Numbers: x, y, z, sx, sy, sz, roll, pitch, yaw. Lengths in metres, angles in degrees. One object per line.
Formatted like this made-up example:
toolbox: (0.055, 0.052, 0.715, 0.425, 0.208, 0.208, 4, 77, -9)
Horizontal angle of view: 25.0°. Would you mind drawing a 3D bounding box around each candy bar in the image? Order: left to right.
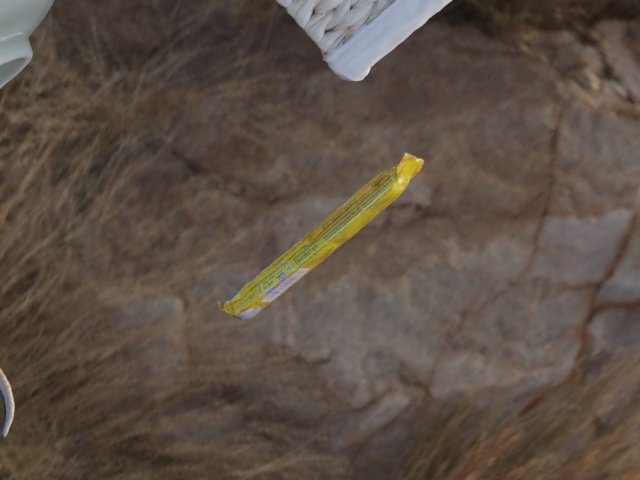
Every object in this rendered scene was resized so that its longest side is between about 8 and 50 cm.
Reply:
candy bar: (0.000, 0.000, 0.912, 0.018, 0.161, 0.040, 54, 11, 14)

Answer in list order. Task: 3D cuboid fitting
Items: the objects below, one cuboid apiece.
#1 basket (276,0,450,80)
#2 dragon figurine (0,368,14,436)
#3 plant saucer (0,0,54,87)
basket: (0.049, -0.384, 1.374, 0.266, 0.328, 0.331, 44, 15, -18)
dragon figurine: (-0.406, 0.078, 1.391, 0.289, 0.144, 0.085, 50, 34, -9)
plant saucer: (-0.363, -0.145, 1.250, 0.400, 0.400, 0.100, -38, 97, -35)
